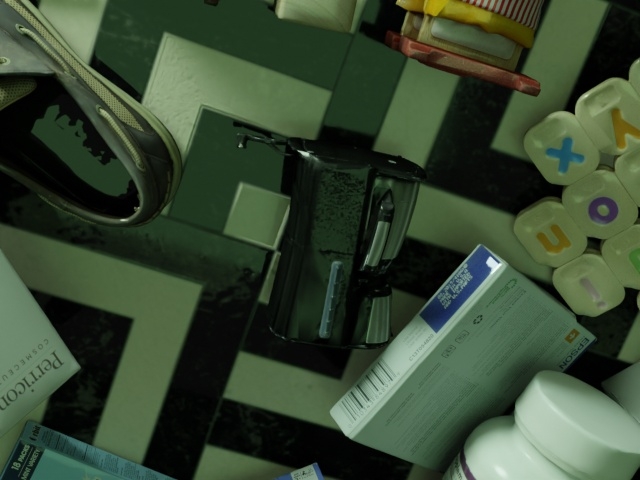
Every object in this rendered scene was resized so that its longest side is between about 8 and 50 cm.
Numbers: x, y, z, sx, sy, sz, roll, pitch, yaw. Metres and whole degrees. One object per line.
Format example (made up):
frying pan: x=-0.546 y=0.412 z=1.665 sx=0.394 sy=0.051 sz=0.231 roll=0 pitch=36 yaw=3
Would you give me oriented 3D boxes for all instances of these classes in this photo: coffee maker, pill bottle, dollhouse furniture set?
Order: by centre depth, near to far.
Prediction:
dollhouse furniture set: x=0.023 y=-0.267 z=0.773 sx=0.373 sy=0.152 sz=0.201 roll=13 pitch=105 yaw=-10
coffee maker: x=0.000 y=0.000 z=0.883 sx=0.171 sy=0.120 sz=0.178 roll=16 pitch=104 yaw=14
pill bottle: x=0.193 y=0.285 z=0.936 sx=0.169 sy=0.169 sz=0.302 roll=24 pitch=109 yaw=-13

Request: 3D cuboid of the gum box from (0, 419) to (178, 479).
gum box: x=-0.251 y=0.292 z=0.967 sx=0.184 sy=0.041 sz=0.157 roll=26 pitch=102 yaw=-13

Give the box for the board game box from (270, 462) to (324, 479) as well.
board game box: x=-0.124 y=0.401 z=0.963 sx=0.347 sy=0.078 sz=0.233 roll=-20 pitch=115 yaw=-7

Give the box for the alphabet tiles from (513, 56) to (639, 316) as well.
alphabet tiles: x=0.337 y=-0.040 z=0.900 sx=0.284 sy=0.021 sz=0.278 roll=-34 pitch=106 yaw=24

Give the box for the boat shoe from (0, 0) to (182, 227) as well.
boat shoe: x=-0.269 y=-0.135 z=0.790 sx=0.355 sy=0.130 sz=0.132 roll=33 pitch=100 yaw=-15

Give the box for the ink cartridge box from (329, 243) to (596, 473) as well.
ink cartridge box: x=0.150 y=0.132 z=0.941 sx=0.223 sy=0.045 sz=0.224 roll=-49 pitch=137 yaw=7

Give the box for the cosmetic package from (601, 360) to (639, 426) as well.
cosmetic package: x=0.428 y=0.149 z=0.959 sx=0.238 sy=0.127 sz=0.107 roll=-32 pitch=108 yaw=5

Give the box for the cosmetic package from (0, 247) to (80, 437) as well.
cosmetic package: x=-0.401 y=0.020 z=0.757 sx=0.217 sy=0.156 sz=0.385 roll=-47 pitch=114 yaw=-38
